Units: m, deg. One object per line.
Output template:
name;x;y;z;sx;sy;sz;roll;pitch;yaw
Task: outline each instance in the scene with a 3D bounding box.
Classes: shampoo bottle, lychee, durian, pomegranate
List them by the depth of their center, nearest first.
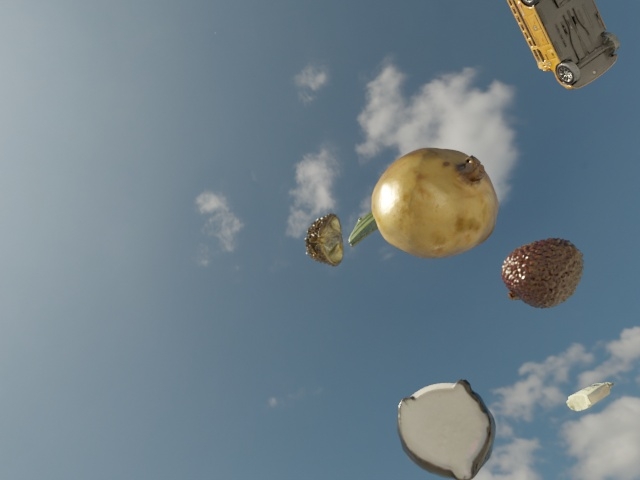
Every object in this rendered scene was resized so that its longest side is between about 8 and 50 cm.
shampoo bottle;0.586;0.330;0.900;0.141;0.034;0.049;-4;-37;-35
pomegranate;0.264;-0.084;1.003;0.307;0.307;0.307;-6;-63;-11
durian;0.000;0.000;1.151;0.091;0.188;0.148;-4;-90;21
lychee;0.755;0.111;1.429;0.271;0.236;0.236;-40;-61;21

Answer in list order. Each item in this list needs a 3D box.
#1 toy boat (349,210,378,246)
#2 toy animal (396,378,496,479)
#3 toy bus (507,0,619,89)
toy boat;0.206;-0.080;1.295;0.293;0.055;0.093;-31;-24;3
toy animal;0.251;0.384;0.848;0.187;0.165;0.235;-19;-27;8
toy bus;0.354;-0.325;0.625;0.083;0.088;0.194;-35;-74;4
